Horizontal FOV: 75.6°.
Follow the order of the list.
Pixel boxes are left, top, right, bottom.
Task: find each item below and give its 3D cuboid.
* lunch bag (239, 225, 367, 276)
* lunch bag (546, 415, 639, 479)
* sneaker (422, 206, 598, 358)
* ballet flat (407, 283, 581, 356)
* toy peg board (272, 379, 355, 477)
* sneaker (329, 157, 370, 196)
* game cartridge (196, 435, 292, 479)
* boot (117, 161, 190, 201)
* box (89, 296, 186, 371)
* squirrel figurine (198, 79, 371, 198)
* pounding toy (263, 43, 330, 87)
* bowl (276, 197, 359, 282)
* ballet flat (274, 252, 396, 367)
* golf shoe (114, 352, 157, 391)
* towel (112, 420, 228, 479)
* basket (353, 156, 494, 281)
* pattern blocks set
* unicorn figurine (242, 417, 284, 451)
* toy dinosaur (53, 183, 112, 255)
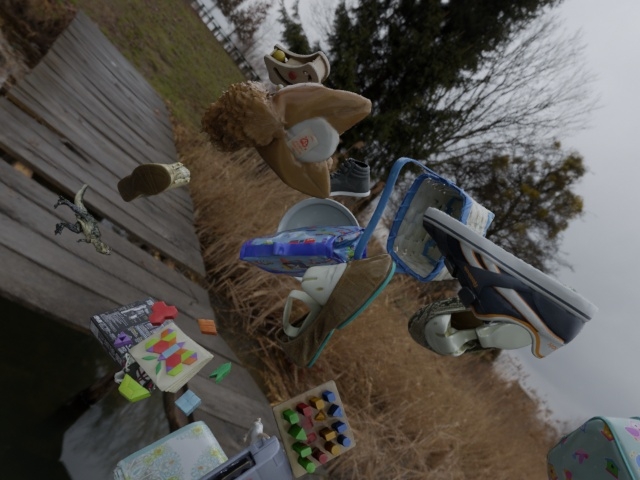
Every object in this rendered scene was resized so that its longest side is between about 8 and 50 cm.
[{"bbox_3d":[-0.032,0.021,0.977,0.293,0.220,0.138,12,78,-66],"label":"lunch bag"},{"bbox_3d":[0.532,0.465,0.743,0.279,0.107,0.224,91,-3,-45],"label":"lunch bag"},{"bbox_3d":[0.281,0.064,0.712,0.126,0.128,0.321,16,21,-49],"label":"sneaker"},{"bbox_3d":[0.421,0.227,1.079,0.182,0.482,0.164,-33,101,-54],"label":"ballet flat"},{"bbox_3d":[-0.004,0.428,0.934,0.162,0.160,0.079,71,-22,6],"label":"toy peg board"},{"bbox_3d":[0.063,-0.258,1.636,0.105,0.295,0.147,-108,-159,-57],"label":"sneaker"},{"bbox_3d":[-0.197,0.530,0.839,0.060,0.294,0.196,47,-24,38],"label":"game cartridge"},{"bbox_3d":[-0.486,-0.200,1.300,0.203,0.261,0.095,-33,105,-51],"label":"boot"},{"bbox_3d":[-0.669,0.359,1.543,0.307,0.077,0.242,35,31,26],"label":"box"},{"bbox_3d":[-0.121,-0.335,1.145,0.396,0.281,0.370,9,25,-24],"label":"squirrel figurine"},{"bbox_3d":[-0.073,-0.533,1.358,0.269,0.155,0.154,30,-27,6],"label":"pounding toy"},{"bbox_3d":[0.000,0.000,1.433,0.298,0.297,0.134,51,9,0],"label":"bowl"},{"bbox_3d":[0.002,0.122,0.785,0.124,0.342,0.116,33,40,-2],"label":"ballet flat"},{"bbox_3d":[-0.512,0.357,1.210,0.120,0.273,0.105,15,35,-31],"label":"golf shoe"},{"bbox_3d":[-0.543,0.881,1.544,0.320,0.374,0.090,34,-49,43],"label":"towel"},{"bbox_3d":[0.231,-0.029,0.949,0.288,0.255,0.201,15,17,-37],"label":"basket"},{"bbox_3d":[-0.396,0.301,1.090,0.324,0.285,0.026,20,-46,18],"label":"pattern blocks set"},{"bbox_3d":[-0.186,0.592,1.223,0.060,0.111,0.162,30,11,-34],"label":"unicorn figurine"},{"bbox_3d":[-0.659,-0.059,1.125,0.268,0.064,0.118,59,18,21],"label":"toy dinosaur"}]
